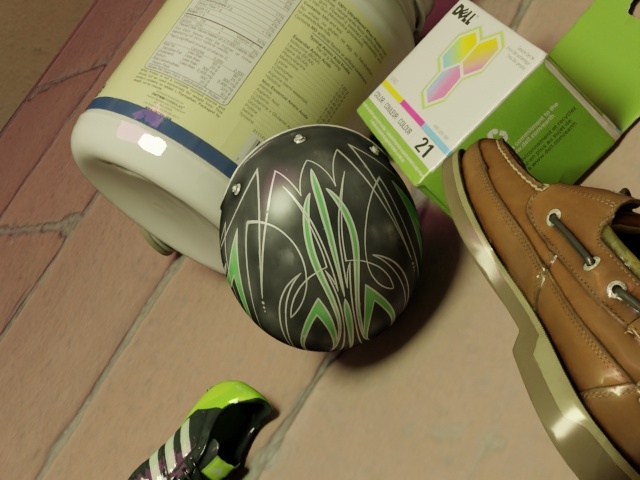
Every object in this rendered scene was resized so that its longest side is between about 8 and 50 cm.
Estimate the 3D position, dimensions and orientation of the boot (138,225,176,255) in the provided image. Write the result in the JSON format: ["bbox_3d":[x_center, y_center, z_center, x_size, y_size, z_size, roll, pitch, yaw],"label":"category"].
[{"bbox_3d":[-0.103,-0.093,1.404,0.208,0.076,0.190,-27,35,28],"label":"boot"}]

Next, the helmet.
[{"bbox_3d":[0.000,0.000,0.958,0.169,0.169,0.161,-52,4,-5],"label":"helmet"}]

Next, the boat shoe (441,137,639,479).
[{"bbox_3d":[0.162,0.023,0.754,0.104,0.110,0.307,-38,36,15],"label":"boat shoe"}]

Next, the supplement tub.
[{"bbox_3d":[-0.056,-0.150,1.193,0.325,0.235,0.235,-57,25,-16],"label":"supplement tub"}]

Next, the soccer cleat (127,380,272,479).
[{"bbox_3d":[-0.106,0.188,1.012,0.179,0.060,0.072,-55,26,-17],"label":"soccer cleat"}]

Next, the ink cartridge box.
[{"bbox_3d":[0.166,-0.137,0.967,0.255,0.097,0.189,-47,24,9],"label":"ink cartridge box"}]
